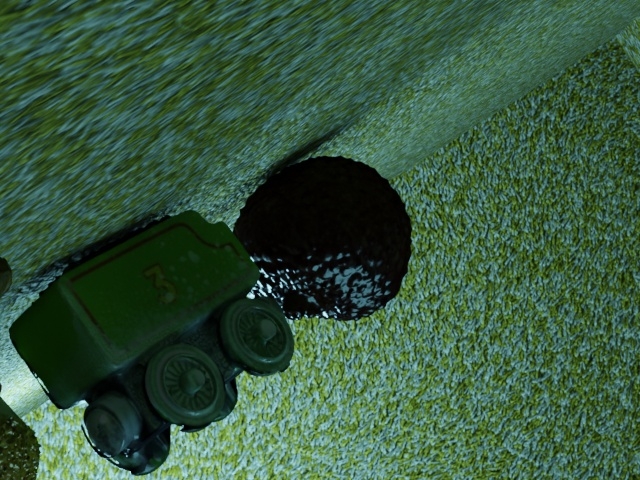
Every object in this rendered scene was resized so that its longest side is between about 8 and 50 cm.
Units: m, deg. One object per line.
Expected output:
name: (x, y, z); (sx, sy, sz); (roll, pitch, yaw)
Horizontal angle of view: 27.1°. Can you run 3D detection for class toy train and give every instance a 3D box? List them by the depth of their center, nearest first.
toy train: (-0.188, 0.113, 1.563); (0.307, 0.249, 0.173); (-31, 174, -46)

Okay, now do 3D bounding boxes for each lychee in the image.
lychee: (0.000, 0.000, 1.909); (0.261, 0.260, 0.260); (-33, 177, -2)

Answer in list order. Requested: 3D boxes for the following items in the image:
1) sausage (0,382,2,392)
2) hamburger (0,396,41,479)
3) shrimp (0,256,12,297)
sausage: (-0.475, 0.208, 1.698); (0.089, 0.089, 0.179); (-34, -178, 24)
hamburger: (-0.464, 0.286, 1.528); (0.294, 0.179, 0.276); (-28, 151, -12)
shrimp: (-0.318, 0.054, 1.113); (0.132, 0.051, 0.187); (-33, 180, -15)
